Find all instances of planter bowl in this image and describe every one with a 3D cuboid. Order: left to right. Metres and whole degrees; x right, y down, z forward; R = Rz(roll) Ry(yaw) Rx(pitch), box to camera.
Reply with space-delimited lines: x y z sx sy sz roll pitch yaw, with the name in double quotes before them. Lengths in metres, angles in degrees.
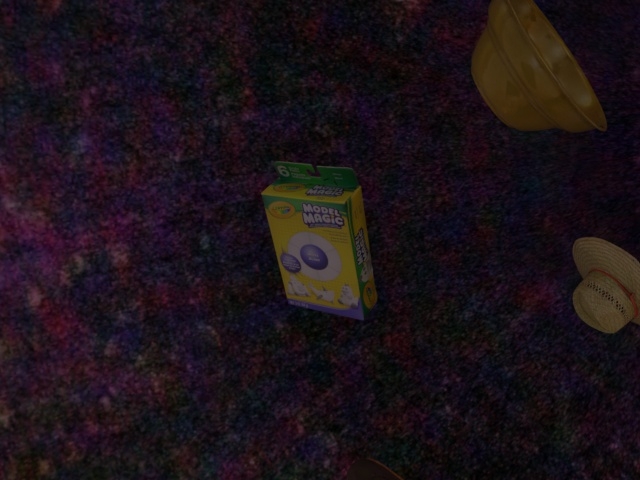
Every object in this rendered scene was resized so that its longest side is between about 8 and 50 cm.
"planter bowl" 0.248 -0.202 0.729 0.090 0.217 0.217 -33 78 33

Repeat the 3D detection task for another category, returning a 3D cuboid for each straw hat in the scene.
"straw hat" 0.331 0.070 0.695 0.061 0.144 0.144 -40 67 -10

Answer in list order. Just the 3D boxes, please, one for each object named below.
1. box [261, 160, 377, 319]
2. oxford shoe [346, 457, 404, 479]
"box" 0.000 0.000 0.658 0.105 0.043 0.179 8 125 28
"oxford shoe" 0.097 0.370 0.775 0.098 0.097 0.271 56 173 -31
